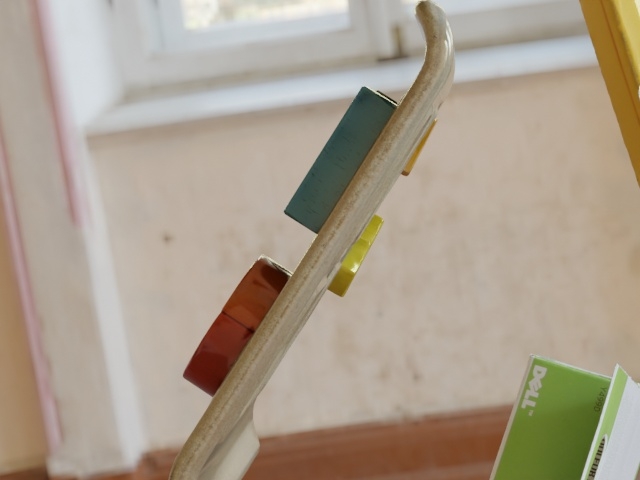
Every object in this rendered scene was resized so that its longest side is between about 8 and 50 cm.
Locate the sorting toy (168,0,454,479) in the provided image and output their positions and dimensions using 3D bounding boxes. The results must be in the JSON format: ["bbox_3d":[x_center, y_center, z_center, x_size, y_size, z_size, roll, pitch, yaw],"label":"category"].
[{"bbox_3d":[0.000,0.000,0.843,0.041,0.229,0.307,28,5,2],"label":"sorting toy"}]

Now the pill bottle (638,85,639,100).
[{"bbox_3d":[0.273,-0.044,1.113,0.094,0.169,0.094,-29,22,12],"label":"pill bottle"}]

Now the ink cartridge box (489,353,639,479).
[{"bbox_3d":[0.175,0.184,1.388,0.097,0.189,0.255,17,-8,19],"label":"ink cartridge box"}]

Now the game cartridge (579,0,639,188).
[{"bbox_3d":[0.344,-0.169,1.357,0.323,0.285,0.052,-28,16,-27],"label":"game cartridge"}]
